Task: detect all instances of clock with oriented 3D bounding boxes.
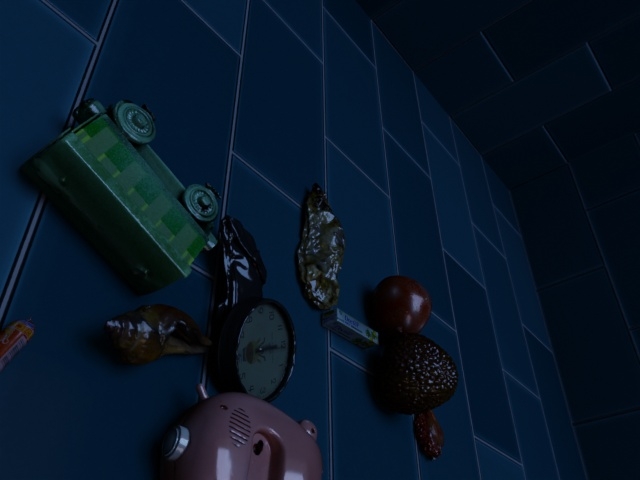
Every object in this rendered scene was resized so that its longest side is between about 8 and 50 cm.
[{"bbox_3d":[-0.115,0.325,0.876,0.241,0.142,0.227,39,37,-31],"label":"clock"},{"bbox_3d":[-0.102,0.186,1.037,0.185,0.040,0.184,1,89,-60],"label":"clock"}]

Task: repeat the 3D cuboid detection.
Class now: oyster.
[{"bbox_3d":[0.002,0.001,1.402,0.129,0.079,0.344,28,47,-34],"label":"oyster"}]

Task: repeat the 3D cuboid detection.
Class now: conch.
[{"bbox_3d":[-0.234,0.133,0.894,0.080,0.086,0.233,52,21,16],"label":"conch"}]

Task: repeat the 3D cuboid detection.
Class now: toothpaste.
[{"bbox_3d":[0.068,0.198,1.367,0.164,0.046,0.034,36,43,-41],"label":"toothpaste"}]

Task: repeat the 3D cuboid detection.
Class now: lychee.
[{"bbox_3d":[0.215,0.302,1.391,0.194,0.195,0.194,38,38,-38],"label":"lychee"}]

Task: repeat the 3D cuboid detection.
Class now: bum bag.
[{"bbox_3d":[-0.138,0.081,1.090,0.123,0.060,0.248,26,61,-60],"label":"bum bag"}]

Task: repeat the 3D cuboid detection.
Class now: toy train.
[{"bbox_3d":[-0.286,-0.071,0.937,0.300,0.120,0.202,52,34,-20],"label":"toy train"}]

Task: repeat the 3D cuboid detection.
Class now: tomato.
[{"bbox_3d":[0.201,0.164,1.507,0.167,0.167,0.167,38,38,-38],"label":"tomato"}]

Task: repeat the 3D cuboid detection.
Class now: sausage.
[{"bbox_3d":[-0.375,0.133,0.711,0.034,0.034,0.129,53,31,-19],"label":"sausage"}]

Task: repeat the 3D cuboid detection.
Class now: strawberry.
[{"bbox_3d":[0.268,0.458,1.483,0.104,0.048,0.152,37,41,-45],"label":"strawberry"}]
